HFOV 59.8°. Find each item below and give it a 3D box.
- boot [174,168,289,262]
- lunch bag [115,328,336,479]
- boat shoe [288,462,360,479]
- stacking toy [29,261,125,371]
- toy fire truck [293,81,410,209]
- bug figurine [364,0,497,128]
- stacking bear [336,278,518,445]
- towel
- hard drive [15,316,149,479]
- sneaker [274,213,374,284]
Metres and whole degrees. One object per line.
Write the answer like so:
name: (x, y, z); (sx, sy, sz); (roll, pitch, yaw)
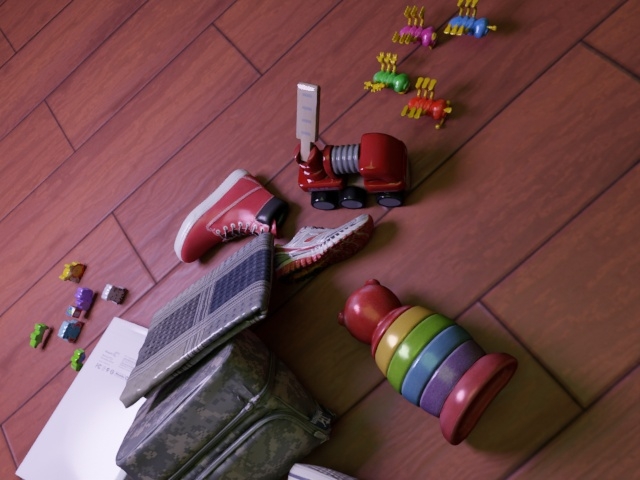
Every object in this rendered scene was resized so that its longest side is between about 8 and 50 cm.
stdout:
boot: (-0.186, -0.019, 1.194); (0.176, 0.088, 0.244); (39, 85, 26)
lunch bag: (-0.159, 0.335, 0.989); (0.305, 0.212, 0.256); (-44, 102, 3)
boat shoe: (0.144, 0.505, 0.830); (0.500, 0.187, 0.156); (27, 78, 22)
stacking toy: (-0.566, 0.174, 1.295); (0.167, 0.052, 0.221); (19, 82, 27)
toy fire truck: (0.046, -0.176, 1.065); (0.217, 0.246, 0.158); (-1, 72, 21)
bug figurine: (0.225, -0.374, 1.164); (0.216, 0.072, 0.279); (27, 88, 33)
stacking bear: (0.159, 0.181, 0.955); (0.289, 0.164, 0.175); (36, 87, 32)
towel: (-0.215, 0.142, 1.051); (0.324, 0.056, 0.312); (-35, 22, 12)
hard drive: (-0.423, 0.347, 1.130); (0.233, 0.047, 0.353); (14, 62, 25)
sneaker: (0.000, 0.000, 1.112); (0.225, 0.088, 0.092); (-26, 63, 11)
